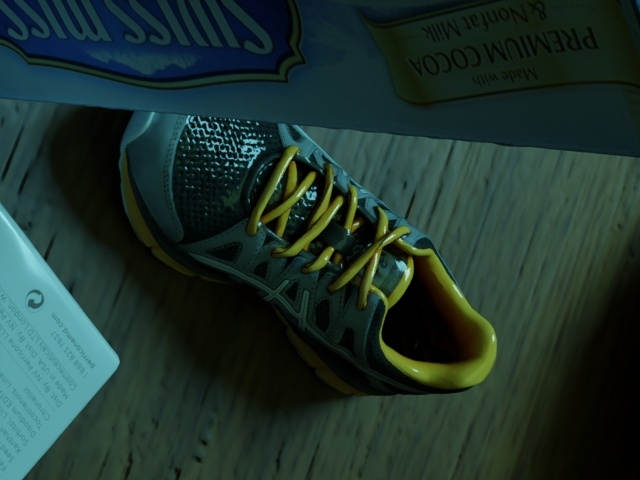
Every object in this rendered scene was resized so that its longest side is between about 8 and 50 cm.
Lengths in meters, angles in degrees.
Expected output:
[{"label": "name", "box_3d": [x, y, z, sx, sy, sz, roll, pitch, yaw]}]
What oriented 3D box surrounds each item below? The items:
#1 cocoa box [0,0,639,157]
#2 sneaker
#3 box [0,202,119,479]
[{"label": "cocoa box", "box_3d": [0.013, -0.188, 0.646, 0.231, 0.347, 0.228, -43, 123, -31]}, {"label": "sneaker", "box_3d": [0.000, 0.000, 0.841, 0.215, 0.083, 0.084, 39, 71, -37]}, {"label": "box", "box_3d": [-0.178, 0.062, 0.651, 0.170, 0.130, 0.091, -50, 126, -26]}]
